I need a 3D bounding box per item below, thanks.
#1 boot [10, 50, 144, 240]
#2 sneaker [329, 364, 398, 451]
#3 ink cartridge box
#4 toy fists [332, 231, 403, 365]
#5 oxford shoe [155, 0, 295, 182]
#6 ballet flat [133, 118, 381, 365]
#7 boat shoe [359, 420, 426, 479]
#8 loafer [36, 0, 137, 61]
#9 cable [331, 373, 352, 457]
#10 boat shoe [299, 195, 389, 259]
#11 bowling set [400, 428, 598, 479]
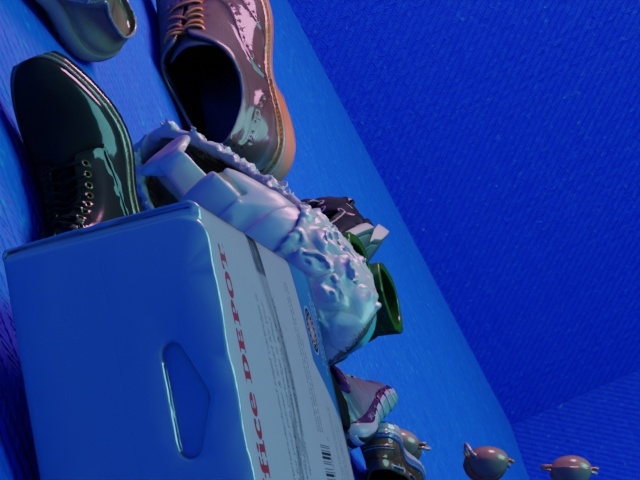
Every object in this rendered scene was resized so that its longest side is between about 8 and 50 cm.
[{"bbox_3d":[-0.177,-0.037,1.291,0.197,0.077,0.137,64,13,-5],"label":"boot"},{"bbox_3d":[0.028,0.167,2.033,0.098,0.083,0.223,60,8,-3],"label":"sneaker"},{"bbox_3d":[-0.075,0.118,1.162,0.307,0.129,0.223,37,40,-75],"label":"ink cartridge box"},{"bbox_3d":[-0.007,0.070,1.874,0.279,0.142,0.096,41,37,-72],"label":"toy fists"},{"bbox_3d":[-0.126,-0.234,2.066,0.133,0.130,0.363,38,28,-61],"label":"oxford shoe"},{"bbox_3d":[-0.082,-0.007,1.484,0.147,0.147,0.409,62,-10,-23],"label":"ballet flat"},{"bbox_3d":[0.080,0.280,2.129,0.183,0.066,0.066,60,26,-53],"label":"boat shoe"},{"bbox_3d":[-0.211,-0.239,1.596,0.268,0.092,0.102,45,22,-70],"label":"loafer"},{"bbox_3d":[-0.030,0.137,1.714,0.287,0.072,0.139,64,21,-46],"label":"cable"},{"bbox_3d":[0.003,-0.003,2.295,0.113,0.127,0.340,37,13,7],"label":"boat shoe"},{"bbox_3d":[0.197,0.343,2.260,0.154,0.287,0.199,71,24,-80],"label":"bowling set"}]
